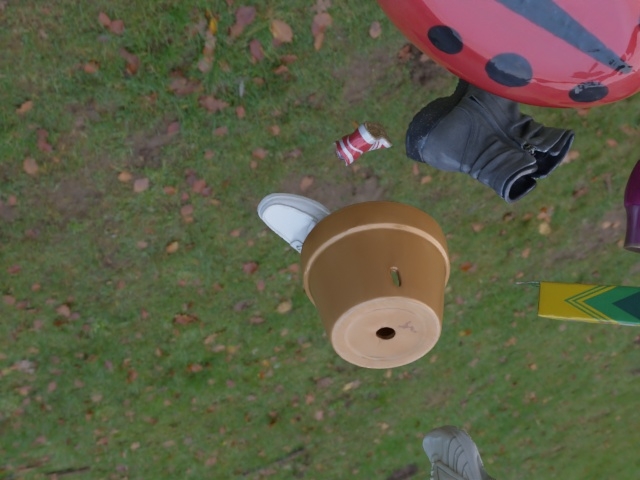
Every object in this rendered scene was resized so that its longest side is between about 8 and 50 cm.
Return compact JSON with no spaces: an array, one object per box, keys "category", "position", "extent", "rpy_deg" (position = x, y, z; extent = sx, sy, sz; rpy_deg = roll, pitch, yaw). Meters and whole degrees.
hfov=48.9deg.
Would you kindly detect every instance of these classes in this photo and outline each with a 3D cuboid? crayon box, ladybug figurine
[{"category":"crayon box","position":[0.610,0.141,1.544],"extent":[0.318,0.081,0.202],"rpy_deg":[2,174,32]},{"category":"ladybug figurine","position":[0.229,-0.301,0.792],"extent":[0.449,0.162,0.305],"rpy_deg":[29,128,-4]}]

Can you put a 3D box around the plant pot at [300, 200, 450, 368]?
[{"category":"plant pot","position":[0.108,0.099,1.312],"extent":[0.291,0.203,0.291],"rpy_deg":[-2,133,-2]}]

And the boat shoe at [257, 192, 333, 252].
[{"category":"boat shoe","position":[0.000,0.000,1.395],"extent":[0.277,0.096,0.098],"rpy_deg":[27,125,-19]}]

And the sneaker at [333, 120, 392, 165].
[{"category":"sneaker","position":[0.061,-0.141,1.029],"extent":[0.067,0.042,0.118],"rpy_deg":[-33,170,21]}]

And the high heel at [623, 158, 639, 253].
[{"category":"high heel","position":[0.769,-0.039,1.357],"extent":[0.377,0.181,0.127],"rpy_deg":[12,172,-10]}]

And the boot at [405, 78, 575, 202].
[{"category":"boot","position":[0.316,-0.200,1.150],"extent":[0.338,0.222,0.118],"rpy_deg":[-49,148,-22]}]

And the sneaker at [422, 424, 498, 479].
[{"category":"sneaker","position":[0.175,0.334,0.944],"extent":[0.115,0.232,0.090],"rpy_deg":[-20,111,-9]}]
